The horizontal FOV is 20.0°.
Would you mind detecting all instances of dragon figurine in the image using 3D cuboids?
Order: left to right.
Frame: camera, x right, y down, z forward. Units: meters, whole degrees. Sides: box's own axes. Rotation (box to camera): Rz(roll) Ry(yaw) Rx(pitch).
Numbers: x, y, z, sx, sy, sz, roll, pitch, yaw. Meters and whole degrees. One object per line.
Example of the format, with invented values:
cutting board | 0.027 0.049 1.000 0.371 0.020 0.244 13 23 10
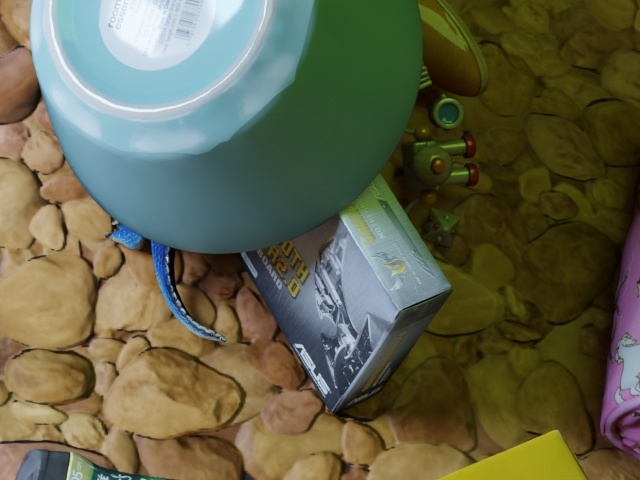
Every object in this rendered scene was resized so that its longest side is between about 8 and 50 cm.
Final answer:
dragon figurine | -0.128 -0.066 1.499 0.085 0.144 0.289 -1 60 -19

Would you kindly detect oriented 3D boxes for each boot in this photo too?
boot | -0.015 -0.182 1.646 0.295 0.104 0.211 42 61 15

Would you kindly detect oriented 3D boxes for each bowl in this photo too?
bowl | -0.091 -0.157 1.362 0.312 0.163 0.311 -4 77 15

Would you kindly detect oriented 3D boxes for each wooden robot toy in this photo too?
wooden robot toy | 0.103 -0.076 1.582 0.076 0.079 0.173 -7 95 -7

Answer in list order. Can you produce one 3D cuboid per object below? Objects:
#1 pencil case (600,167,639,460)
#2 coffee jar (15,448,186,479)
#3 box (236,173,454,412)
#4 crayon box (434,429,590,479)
pencil case | 0.350 0.020 1.596 0.167 0.160 0.386 15 54 0
coffee jar | -0.143 0.217 1.360 0.184 0.079 0.096 13 56 -11
box | 0.000 0.000 1.479 0.056 0.183 0.231 -21 69 -28
crayon box | 0.072 0.248 1.338 0.323 0.203 0.083 -18 66 -28
